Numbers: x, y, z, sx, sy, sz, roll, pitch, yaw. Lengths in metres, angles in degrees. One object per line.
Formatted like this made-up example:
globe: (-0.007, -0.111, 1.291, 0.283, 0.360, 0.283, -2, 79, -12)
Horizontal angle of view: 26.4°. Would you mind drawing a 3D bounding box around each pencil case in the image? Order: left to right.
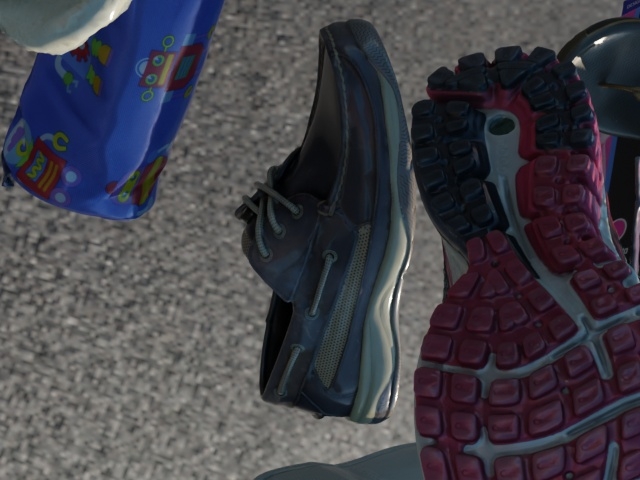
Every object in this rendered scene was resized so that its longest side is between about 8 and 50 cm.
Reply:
pencil case: (-0.140, -0.160, 0.992, 0.119, 0.133, 0.306, -11, 135, -45)

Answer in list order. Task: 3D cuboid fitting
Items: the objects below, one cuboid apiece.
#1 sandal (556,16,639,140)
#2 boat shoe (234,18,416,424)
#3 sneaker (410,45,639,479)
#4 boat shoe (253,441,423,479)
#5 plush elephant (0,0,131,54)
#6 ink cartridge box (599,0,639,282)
sandal: (0.263, -0.090, 0.996, 0.219, 0.060, 0.090, 30, 101, -26)
boat shoe: (0.000, 0.000, 1.100, 0.130, 0.132, 0.355, -3, 115, -9)
sneaker: (0.113, 0.043, 0.661, 0.112, 0.120, 0.299, 64, 23, -49)
boat shoe: (0.068, 0.246, 1.238, 0.302, 0.114, 0.091, -1, 102, -28)
plush elephant: (-0.191, -0.201, 0.570, 0.330, 0.272, 0.255, -39, 167, -40)
ink cartridge box: (0.281, -0.110, 1.178, 0.069, 0.175, 0.371, 32, 59, -23)
